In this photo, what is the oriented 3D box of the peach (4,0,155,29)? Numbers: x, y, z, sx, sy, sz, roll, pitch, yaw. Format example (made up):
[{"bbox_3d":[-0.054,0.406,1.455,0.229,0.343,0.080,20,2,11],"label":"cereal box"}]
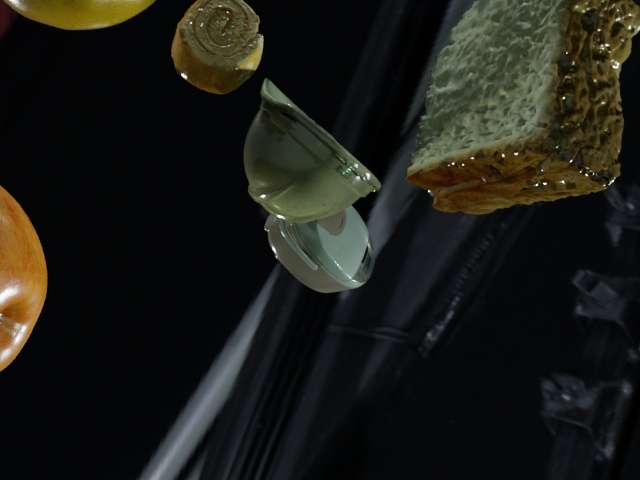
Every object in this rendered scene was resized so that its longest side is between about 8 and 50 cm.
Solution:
[{"bbox_3d":[-0.288,-0.376,1.292,0.251,0.251,0.153,-57,-178,0],"label":"peach"}]

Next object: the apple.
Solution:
[{"bbox_3d":[-0.538,0.056,1.546,0.275,0.299,0.299,43,-82,12],"label":"apple"}]

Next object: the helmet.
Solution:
[{"bbox_3d":[-0.040,-0.102,1.477,0.137,0.204,0.257,-48,-152,5],"label":"helmet"}]

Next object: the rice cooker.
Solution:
[{"bbox_3d":[0.000,0.000,1.795,0.127,0.206,0.145,-28,-150,41],"label":"rice cooker"}]

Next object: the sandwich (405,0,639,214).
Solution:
[{"bbox_3d":[0.256,-0.202,1.316,0.262,0.131,0.325,-15,-124,55],"label":"sandwich"}]

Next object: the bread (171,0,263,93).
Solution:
[{"bbox_3d":[-0.143,-0.275,1.506,0.149,0.122,0.073,-60,-176,-39],"label":"bread"}]
